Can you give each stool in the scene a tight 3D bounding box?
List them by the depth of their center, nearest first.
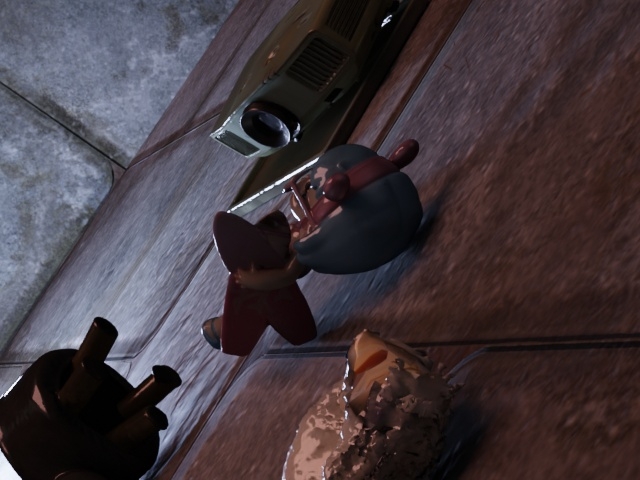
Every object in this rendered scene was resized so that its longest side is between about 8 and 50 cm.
[{"bbox_3d":[-0.211,0.188,1.595,0.139,0.153,0.228,-46,57,22],"label":"stool"}]

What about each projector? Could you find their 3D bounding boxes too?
[{"bbox_3d":[-0.024,-0.193,1.882,0.269,0.088,0.193,-39,22,53],"label":"projector"}]

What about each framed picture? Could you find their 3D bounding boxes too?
[{"bbox_3d":[0.003,-0.151,1.928,0.240,0.020,0.324,-60,14,-22],"label":"framed picture"}]

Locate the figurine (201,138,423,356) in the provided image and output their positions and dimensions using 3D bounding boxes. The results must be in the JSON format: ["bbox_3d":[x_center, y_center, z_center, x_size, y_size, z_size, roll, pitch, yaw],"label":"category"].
[{"bbox_3d":[0.002,0.012,1.370,0.205,0.103,0.260,-16,-22,-44],"label":"figurine"}]

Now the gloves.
[{"bbox_3d":[0.026,0.135,0.969,0.153,0.070,0.114,-60,20,6],"label":"gloves"}]
